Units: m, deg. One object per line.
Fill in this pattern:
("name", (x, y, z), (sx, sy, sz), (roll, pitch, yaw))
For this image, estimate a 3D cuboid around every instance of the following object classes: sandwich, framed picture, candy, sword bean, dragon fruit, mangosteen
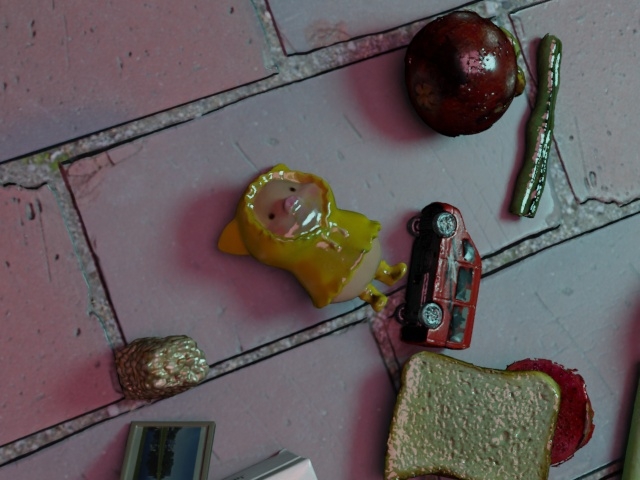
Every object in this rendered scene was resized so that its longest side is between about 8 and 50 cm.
("sandwich", (0.199, 0.246, 1.603), (0.215, 0.065, 0.186), (12, 88, 12))
("framed picture", (-0.190, 0.281, 1.501), (0.109, 0.011, 0.149), (-1, 42, 4))
("candy", (-0.198, 0.158, 1.529), (0.095, 0.110, 0.085), (-15, 89, -32))
("sword bean", (0.308, -0.161, 1.730), (0.043, 0.038, 0.269), (16, 80, -39))
("dragon fruit", (0.313, 0.238, 1.672), (0.111, 0.153, 0.153), (13, 80, -55))
("mangosteen", (0.198, -0.230, 1.648), (0.180, 0.166, 0.166), (-36, 96, -42))

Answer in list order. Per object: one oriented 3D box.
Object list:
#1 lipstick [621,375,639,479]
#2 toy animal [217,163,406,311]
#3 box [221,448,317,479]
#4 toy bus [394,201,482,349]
("lipstick", (0.459, 0.319, 1.710), (0.076, 0.076, 0.304), (14, 83, -14))
("toy animal", (-0.003, 0.003, 1.583), (0.230, 0.156, 0.156), (35, 77, 0))
("box", (-0.068, 0.430, 1.532), (0.203, 0.116, 0.274), (-22, 92, -17))
("toy bus", (0.164, 0.048, 1.651), (0.089, 0.081, 0.195), (12, 82, -24))
